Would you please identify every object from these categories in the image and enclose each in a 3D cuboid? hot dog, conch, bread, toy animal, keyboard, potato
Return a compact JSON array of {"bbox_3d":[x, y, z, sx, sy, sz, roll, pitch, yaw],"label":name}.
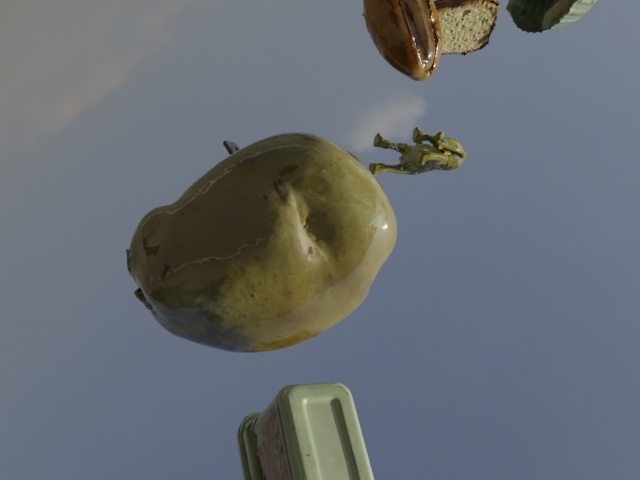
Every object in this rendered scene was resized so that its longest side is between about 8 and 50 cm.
[{"bbox_3d":[0.088,-0.237,0.870,0.090,0.140,0.060,-7,169,-44],"label":"hot dog"},{"bbox_3d":[0.293,-0.319,0.993,0.153,0.102,0.135,117,-30,-61],"label":"conch"},{"bbox_3d":[0.193,-0.319,1.235,0.129,0.126,0.044,-14,-116,-7],"label":"bread"},{"bbox_3d":[0.174,-0.139,1.321,0.181,0.136,0.073,-8,-99,56],"label":"toy animal"},{"bbox_3d":[-0.143,-0.126,1.787,0.013,0.204,0.061,-34,173,15],"label":"keyboard"},{"bbox_3d":[-0.067,0.012,1.042,0.326,0.243,0.221,-34,-149,6],"label":"potato"}]

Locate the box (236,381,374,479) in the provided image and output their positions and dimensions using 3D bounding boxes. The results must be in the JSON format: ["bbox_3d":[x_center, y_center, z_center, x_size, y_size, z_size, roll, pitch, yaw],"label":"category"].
[{"bbox_3d":[-0.008,0.377,1.307,0.182,0.175,0.311,120,-36,-47],"label":"box"}]
